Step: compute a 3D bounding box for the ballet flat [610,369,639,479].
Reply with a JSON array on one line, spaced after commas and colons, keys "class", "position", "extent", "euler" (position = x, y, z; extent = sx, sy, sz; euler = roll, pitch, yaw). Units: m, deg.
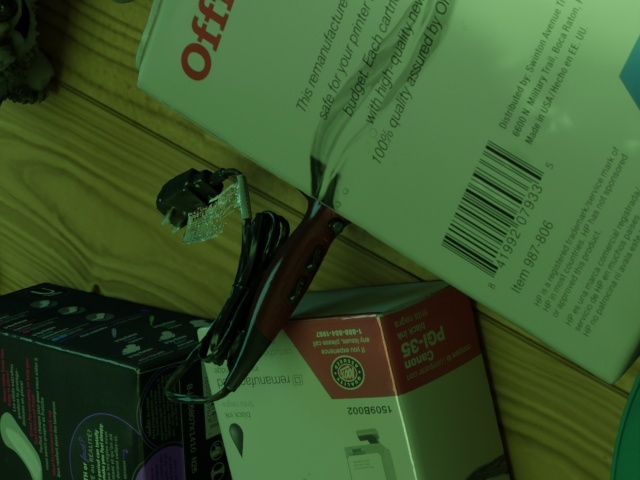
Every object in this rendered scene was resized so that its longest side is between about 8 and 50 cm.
[{"class": "ballet flat", "position": [0.274, 0.246, 1.245], "extent": [0.164, 0.182, 0.482], "euler": [37, 124, 50]}]

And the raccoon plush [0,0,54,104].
[{"class": "raccoon plush", "position": [-0.392, -0.273, 1.682], "extent": [0.446, 0.216, 0.299], "euler": [38, 146, 61]}]

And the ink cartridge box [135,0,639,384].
[{"class": "ink cartridge box", "position": [0.108, -0.143, 1.180], "extent": [0.395, 0.166, 0.285], "euler": [33, 122, 15]}]

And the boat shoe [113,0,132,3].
[{"class": "boat shoe", "position": [-0.211, -0.311, 1.470], "extent": [0.088, 0.096, 0.267], "euler": [32, 162, 38]}]

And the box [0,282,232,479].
[{"class": "box", "position": [-0.205, 0.149, 1.632], "extent": [0.270, 0.143, 0.165], "euler": [11, 109, 38]}]

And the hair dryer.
[{"class": "hair dryer", "position": [0.000, 0.000, 1.399], "extent": [0.294, 0.080, 0.223], "euler": [-27, 54, 28]}]

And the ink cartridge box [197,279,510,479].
[{"class": "ink cartridge box", "position": [0.038, 0.184, 1.457], "extent": [0.207, 0.117, 0.283], "euler": [-7, 99, 41]}]
